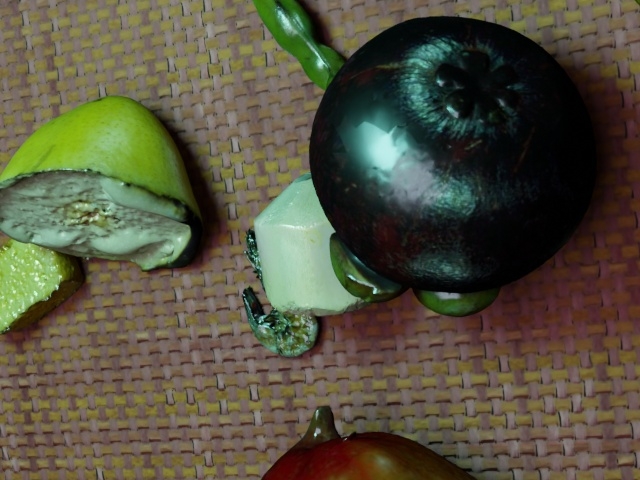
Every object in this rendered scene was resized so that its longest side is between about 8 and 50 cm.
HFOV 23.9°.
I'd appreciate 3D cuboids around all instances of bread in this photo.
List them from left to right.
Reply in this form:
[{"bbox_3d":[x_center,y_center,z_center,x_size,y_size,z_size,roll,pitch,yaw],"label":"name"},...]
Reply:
[{"bbox_3d":[-0.383,0.051,1.940,0.187,0.065,0.103,-37,78,25],"label":"bread"}]

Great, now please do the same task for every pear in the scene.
[{"bbox_3d":[-0.259,-0.089,1.800,0.266,0.267,0.178,-6,64,30],"label":"pear"}]

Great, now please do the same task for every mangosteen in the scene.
[{"bbox_3d":[0.130,-0.077,1.526,0.300,0.300,0.300,3,95,30],"label":"mangosteen"}]

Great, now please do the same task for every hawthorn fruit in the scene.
[{"bbox_3d":[0.057,0.351,1.597,0.311,0.295,0.295,30,108,26],"label":"hawthorn fruit"}]

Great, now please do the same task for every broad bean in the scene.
[{"bbox_3d":[-0.023,-0.231,1.712,0.048,0.070,0.214,-38,64,0],"label":"broad bean"}]

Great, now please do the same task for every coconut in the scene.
[{"bbox_3d":[0.000,0.000,1.670,0.147,0.147,0.153,-3,99,30],"label":"coconut"}]

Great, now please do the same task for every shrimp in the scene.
[{"bbox_3d":[-0.063,0.065,1.772,0.091,0.034,0.161,-34,78,28],"label":"shrimp"}]

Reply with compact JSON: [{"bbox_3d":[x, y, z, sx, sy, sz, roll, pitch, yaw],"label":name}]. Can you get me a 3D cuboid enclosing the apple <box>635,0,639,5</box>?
[{"bbox_3d":[0.364,-0.276,1.422,0.182,0.182,0.155,6,99,29],"label":"apple"}]
